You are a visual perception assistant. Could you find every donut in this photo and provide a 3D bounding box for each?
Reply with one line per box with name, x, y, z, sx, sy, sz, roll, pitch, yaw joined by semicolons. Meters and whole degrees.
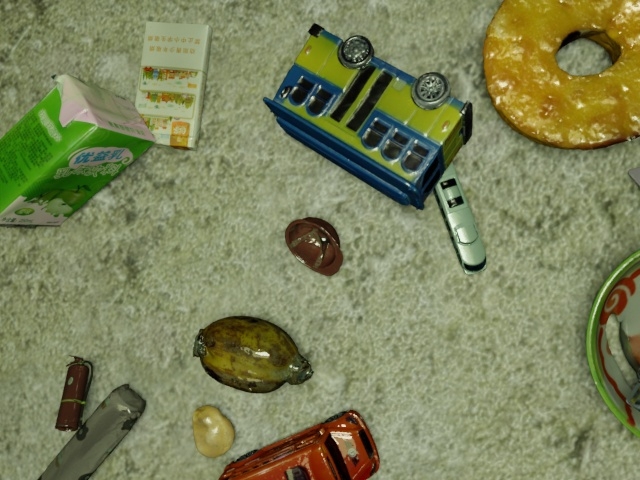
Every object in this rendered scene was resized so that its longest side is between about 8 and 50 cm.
donut;0.400;-0.270;0.816;0.302;0.110;0.303;-1;86;10

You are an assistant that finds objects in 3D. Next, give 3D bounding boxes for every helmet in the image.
helmet;0.000;0.000;0.886;0.111;0.057;0.089;41;129;2

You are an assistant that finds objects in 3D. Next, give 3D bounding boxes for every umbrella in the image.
umbrella;-0.430;0.394;0.925;0.073;0.067;0.337;42;95;18

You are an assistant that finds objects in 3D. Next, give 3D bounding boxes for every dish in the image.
dish;0.550;0.144;0.773;0.324;0.124;0.324;0;91;14

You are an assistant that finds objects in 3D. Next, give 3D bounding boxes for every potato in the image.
potato;-0.184;0.321;0.896;0.068;0.062;0.083;-29;109;-22

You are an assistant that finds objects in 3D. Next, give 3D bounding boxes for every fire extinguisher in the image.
fire extinguisher;-0.430;0.262;0.927;0.056;0.039;0.132;-7;57;7

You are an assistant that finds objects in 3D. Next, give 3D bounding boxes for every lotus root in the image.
lotus root;-0.110;0.186;0.865;0.209;0.120;0.120;13;90;10

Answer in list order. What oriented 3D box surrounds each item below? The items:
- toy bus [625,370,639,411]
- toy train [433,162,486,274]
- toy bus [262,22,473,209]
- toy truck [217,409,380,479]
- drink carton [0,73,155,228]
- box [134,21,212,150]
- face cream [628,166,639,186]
toy bus;0.482;0.156;0.687;0.064;0.075;0.190;31;98;11
toy train;0.221;-0.045;0.861;0.043;0.047;0.208;-19;83;1
toy bus;0.075;-0.191;0.823;0.287;0.138;0.175;34;91;18
toy truck;-0.034;0.372;0.845;0.252;0.114;0.108;-26;83;7
drink carton;-0.436;-0.139;0.885;0.271;0.161;0.108;-36;81;14
box;-0.266;-0.277;0.947;0.122;0.032;0.221;7;88;8
face cream;0.625;-0.087;0.775;0.273;0.096;0.154;-10;43;6
